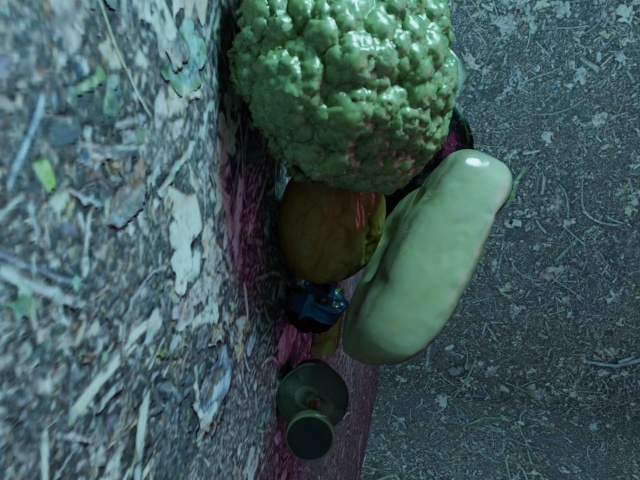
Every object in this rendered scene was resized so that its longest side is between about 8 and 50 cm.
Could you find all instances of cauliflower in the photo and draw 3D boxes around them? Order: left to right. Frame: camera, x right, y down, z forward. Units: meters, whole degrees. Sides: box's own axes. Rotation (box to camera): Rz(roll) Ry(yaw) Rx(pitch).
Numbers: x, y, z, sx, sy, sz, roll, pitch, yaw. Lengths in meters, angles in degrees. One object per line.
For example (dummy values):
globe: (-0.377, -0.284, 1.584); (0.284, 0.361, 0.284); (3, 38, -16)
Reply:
cauliflower: (0.012, -0.192, 0.596); (0.250, 0.272, 0.275); (33, -55, 58)

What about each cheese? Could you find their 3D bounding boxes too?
cheese: (0.132, 0.050, 0.806); (0.328, 0.129, 0.351); (-58, 180, -16)

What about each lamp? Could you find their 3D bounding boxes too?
lamp: (-0.013, 0.264, 0.826); (0.215, 0.121, 0.121); (-78, 172, -85)

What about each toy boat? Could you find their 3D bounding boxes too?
toy boat: (0.001, 0.094, 0.859); (0.097, 0.100, 0.223); (-66, 171, 3)

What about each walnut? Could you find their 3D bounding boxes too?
walnut: (0.015, -0.030, 0.745); (0.159, 0.159, 0.207); (-70, 170, -52)

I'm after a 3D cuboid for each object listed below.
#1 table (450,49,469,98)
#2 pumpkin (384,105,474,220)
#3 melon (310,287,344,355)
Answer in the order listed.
table: (0.236, -0.455, 1.580); (0.249, 0.317, 0.317); (162, -67, -87)
pumpkin: (0.140, -0.172, 0.997); (0.315, 0.315, 0.239); (65, 15, -68)
melon: (0.012, 0.167, 1.072); (0.118, 0.064, 0.210); (-72, 165, -52)
